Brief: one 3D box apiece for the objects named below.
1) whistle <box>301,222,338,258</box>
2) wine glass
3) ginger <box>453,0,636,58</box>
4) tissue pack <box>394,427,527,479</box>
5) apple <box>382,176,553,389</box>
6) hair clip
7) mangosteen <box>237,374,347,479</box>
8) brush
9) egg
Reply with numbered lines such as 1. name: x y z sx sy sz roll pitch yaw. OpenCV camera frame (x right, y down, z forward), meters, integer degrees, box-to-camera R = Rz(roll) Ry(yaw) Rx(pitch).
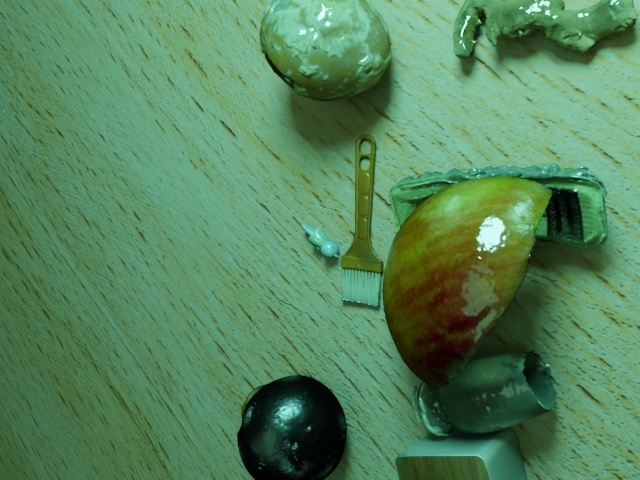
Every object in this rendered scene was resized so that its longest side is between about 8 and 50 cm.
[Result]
1. whistle: 0.000 0.000 1.144 0.100 0.035 0.035 43 119 26
2. wine glass: 0.253 0.239 0.934 0.204 0.111 0.111 -30 78 38
3. ginger: 0.310 -0.339 0.854 0.259 0.065 0.149 9 99 38
4. tissue pack: 0.242 0.436 0.952 0.160 0.136 0.246 -17 85 38
5. apple: 0.192 0.062 0.875 0.254 0.179 0.346 64 149 32
6. hair clip: 0.261 -0.059 0.904 0.321 0.091 0.138 2 124 35
7. mangosteen: -0.064 0.360 1.153 0.250 0.212 0.211 169 91 -69
8. brush: 0.077 -0.038 1.095 0.090 0.017 0.314 6 99 34
9. egg: 0.008 -0.327 1.002 0.233 0.195 0.194 32 114 16
